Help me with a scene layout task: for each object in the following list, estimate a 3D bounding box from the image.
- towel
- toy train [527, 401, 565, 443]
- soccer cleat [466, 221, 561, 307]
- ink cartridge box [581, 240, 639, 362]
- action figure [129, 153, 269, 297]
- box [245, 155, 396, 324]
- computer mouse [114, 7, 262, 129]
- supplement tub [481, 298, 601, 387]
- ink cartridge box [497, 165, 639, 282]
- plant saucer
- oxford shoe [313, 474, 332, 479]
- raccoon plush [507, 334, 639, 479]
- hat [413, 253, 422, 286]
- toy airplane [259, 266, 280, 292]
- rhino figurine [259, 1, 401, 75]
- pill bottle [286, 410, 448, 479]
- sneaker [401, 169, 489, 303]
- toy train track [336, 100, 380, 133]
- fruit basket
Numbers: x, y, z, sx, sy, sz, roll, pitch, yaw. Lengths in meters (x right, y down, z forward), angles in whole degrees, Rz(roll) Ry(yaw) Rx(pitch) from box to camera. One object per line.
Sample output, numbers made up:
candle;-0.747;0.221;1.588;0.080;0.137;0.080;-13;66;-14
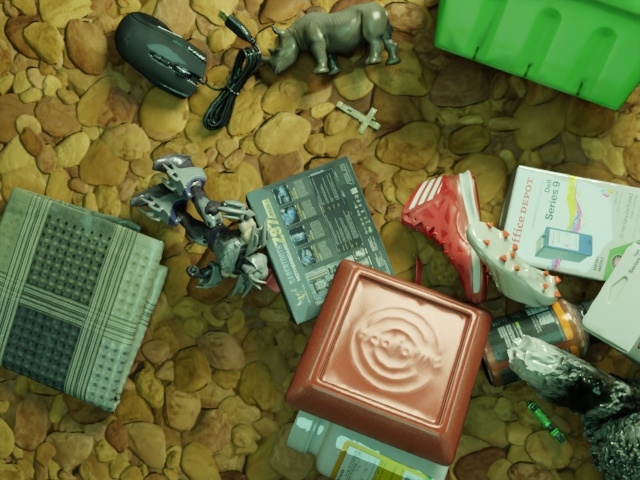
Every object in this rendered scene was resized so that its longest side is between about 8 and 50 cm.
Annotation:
towel;-0.445;0.097;1.309;0.312;0.056;0.324;20;94;9
toy train;0.370;0.299;1.218;0.017;0.023;0.083;-42;86;5
soccer cleat;0.281;0.045;1.126;0.196;0.068;0.076;36;138;-20
ink cartridge box;0.502;0.113;1.112;0.087;0.208;0.153;35;96;49
action figure;-0.182;-0.016;1.215;0.285;0.099;0.185;42;121;24
box;0.000;0.000;1.227;0.183;0.059;0.233;-22;86;-9
computer mouse;-0.230;-0.327;1.257;0.262;0.060;0.184;40;107;5
supplement tub;0.348;0.157;1.181;0.197;0.106;0.106;-19;88;6
ink cartridge box;0.396;-0.023;1.183;0.212;0.093;0.154;13;92;9
plant saucer;0.111;0.165;1.105;0.258;0.048;0.259;20;61;6
oxford shoe;0.038;0.588;1.191;0.140;0.146;0.397;-13;91;4
raccoon plush;0.426;0.356;1.123;0.446;0.216;0.299;27;97;6
hat;0.176;0.183;1.241;0.172;0.184;0.209;25;136;6
toy airplane;-0.070;0.023;1.269;0.151;0.028;0.151;0;90;5
rhino figurine;0.007;-0.330;1.240;0.243;0.073;0.106;-6;94;14
pill bottle;0.076;0.333;1.196;0.245;0.136;0.136;23;92;6
sneaker;0.202;0.001;1.211;0.128;0.087;0.221;-8;68;16
toy train track;0.064;-0.213;1.262;0.083;0.014;0.048;31;93;6
fruit basket;0.374;-0.423;1.119;0.391;0.283;0.392;4;107;12
